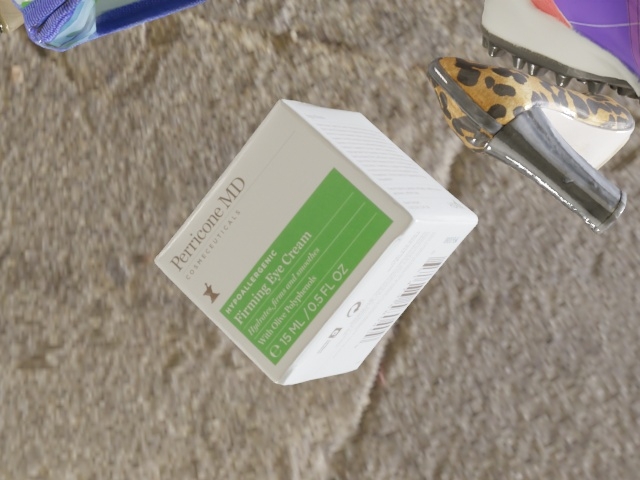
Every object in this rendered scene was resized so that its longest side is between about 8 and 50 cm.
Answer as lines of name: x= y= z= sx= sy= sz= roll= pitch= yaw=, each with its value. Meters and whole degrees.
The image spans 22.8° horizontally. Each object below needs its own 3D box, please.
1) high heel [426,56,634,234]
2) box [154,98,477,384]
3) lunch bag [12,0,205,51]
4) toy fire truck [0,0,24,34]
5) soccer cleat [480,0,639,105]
high heel: x=0.167 y=-0.118 z=1.312 sx=0.186 sy=0.261 sz=0.093 roll=39 pitch=110 yaw=-10
box: x=0.000 y=0.000 z=0.741 sx=0.087 sy=0.102 sz=0.101 roll=43 pitch=105 yaw=17
lunch bag: x=-0.035 y=-0.139 z=0.427 sx=0.151 sy=0.096 sz=0.129 roll=-27 pitch=73 yaw=12
toy fire truck: x=-0.308 y=-0.305 z=1.251 sx=0.158 sy=0.217 sz=0.246 roll=-42 pitch=138 yaw=-20
soccer cleat: x=0.145 y=-0.086 z=0.500 sx=0.108 sy=0.318 sz=0.116 roll=11 pitch=103 yaw=-19
